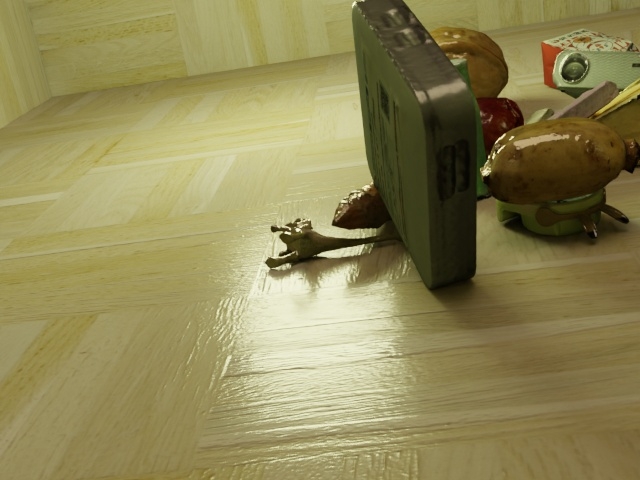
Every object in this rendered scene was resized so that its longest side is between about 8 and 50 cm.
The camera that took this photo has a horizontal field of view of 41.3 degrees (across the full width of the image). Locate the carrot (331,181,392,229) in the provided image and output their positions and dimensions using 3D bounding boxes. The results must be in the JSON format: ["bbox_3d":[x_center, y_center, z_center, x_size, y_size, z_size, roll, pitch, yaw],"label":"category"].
[{"bbox_3d":[0.094,-0.068,1.690,0.101,0.102,0.263,5,18,33],"label":"carrot"}]

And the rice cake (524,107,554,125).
[{"bbox_3d":[0.532,-0.277,2.124,0.057,0.052,0.256,-1,23,29],"label":"rice cake"}]

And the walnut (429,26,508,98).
[{"bbox_3d":[0.377,-0.472,2.417,0.312,0.252,0.277,4,23,8],"label":"walnut"}]

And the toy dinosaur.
[{"bbox_3d":[-0.001,-0.005,1.656,0.251,0.072,0.199,-2,13,42],"label":"toy dinosaur"}]

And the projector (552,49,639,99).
[{"bbox_3d":[0.758,-0.412,2.197,0.250,0.108,0.198,15,2,44],"label":"projector"}]

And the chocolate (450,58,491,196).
[{"bbox_3d":[0.295,-0.232,1.790,0.110,0.291,0.110,-8,18,3],"label":"chocolate"}]

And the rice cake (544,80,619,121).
[{"bbox_3d":[0.528,-0.256,1.856,0.298,0.050,0.106,-34,2,-24],"label":"rice cake"}]

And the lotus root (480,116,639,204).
[{"bbox_3d":[0.430,-0.144,1.521,0.284,0.146,0.160,-5,41,4],"label":"lotus root"}]

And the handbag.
[{"bbox_3d":[0.796,-0.509,2.487,0.171,0.151,0.298,-20,30,-15],"label":"handbag"}]

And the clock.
[{"bbox_3d":[0.455,-0.062,1.593,0.170,0.069,0.232,-19,24,-24],"label":"clock"}]

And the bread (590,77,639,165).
[{"bbox_3d":[0.673,-0.312,1.934,0.404,0.242,0.346,5,25,24],"label":"bread"}]

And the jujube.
[{"bbox_3d":[0.374,-0.247,1.955,0.190,0.190,0.255,8,24,38],"label":"jujube"}]

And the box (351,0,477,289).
[{"bbox_3d":[0.157,-0.173,1.445,0.111,0.396,0.397,-14,43,-7],"label":"box"}]
